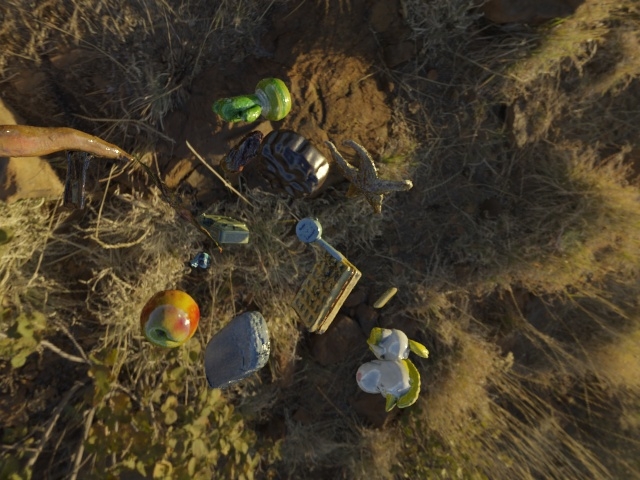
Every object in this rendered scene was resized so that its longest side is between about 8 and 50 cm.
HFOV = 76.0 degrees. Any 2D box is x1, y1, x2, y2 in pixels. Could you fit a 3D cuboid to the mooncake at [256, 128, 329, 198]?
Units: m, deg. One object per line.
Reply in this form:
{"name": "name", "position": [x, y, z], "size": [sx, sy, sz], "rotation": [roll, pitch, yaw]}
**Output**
{"name": "mooncake", "position": [-0.115, -0.282, 1.553], "size": [0.283, 0.283, 0.141], "rotation": [42, 61, -28]}

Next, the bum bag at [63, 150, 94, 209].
{"name": "bum bag", "position": [-0.598, -0.155, 1.006], "size": [0.026, 0.109, 0.159], "rotation": [2, 95, -54]}

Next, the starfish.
{"name": "starfish", "position": [0.133, -0.181, 1.290], "size": [0.060, 0.299, 0.302], "rotation": [-57, 165, -24]}

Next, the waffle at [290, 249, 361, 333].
{"name": "waffle", "position": [0.019, 0.241, 1.996], "size": [0.114, 0.261, 0.376], "rotation": [26, 101, -32]}

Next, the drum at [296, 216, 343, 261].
{"name": "drum", "position": [-0.016, 0.011, 1.833], "size": [0.130, 0.049, 0.253], "rotation": [-34, 87, 20]}

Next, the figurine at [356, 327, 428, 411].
{"name": "figurine", "position": [0.142, 0.260, 0.827], "size": [0.130, 0.178, 0.109], "rotation": [2, 126, 24]}

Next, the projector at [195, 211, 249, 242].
{"name": "projector", "position": [-0.442, -0.058, 1.895], "size": [0.194, 0.270, 0.088], "rotation": [2, 105, -42]}

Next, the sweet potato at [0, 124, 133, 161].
{"name": "sweet potato", "position": [-0.405, -0.150, 0.636], "size": [0.214, 0.050, 0.050], "rotation": [-8, 117, -45]}

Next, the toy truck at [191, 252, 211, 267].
{"name": "toy truck", "position": [-0.577, 0.100, 1.966], "size": [0.090, 0.073, 0.056], "rotation": [-12, 153, 29]}

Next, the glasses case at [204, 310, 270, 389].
{"name": "glasses case", "position": [-0.178, 0.230, 0.834], "size": [0.067, 0.109, 0.282], "rotation": [2, 151, -36]}

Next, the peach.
{"name": "peach", "position": [-0.603, 0.312, 1.645], "size": [0.231, 0.231, 0.230], "rotation": [-7, 114, -16]}

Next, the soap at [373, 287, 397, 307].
{"name": "soap", "position": [0.180, 0.160, 1.141], "size": [0.034, 0.012, 0.089], "rotation": [14, 128, -35]}

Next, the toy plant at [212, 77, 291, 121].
{"name": "toy plant", "position": [-0.298, -0.585, 1.784], "size": [0.316, 0.224, 0.184], "rotation": [-27, 136, -26]}

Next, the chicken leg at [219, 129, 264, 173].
{"name": "chicken leg", "position": [-0.346, -0.368, 1.726], "size": [0.083, 0.177, 0.322], "rotation": [35, 128, -28]}

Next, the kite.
{"name": "kite", "position": [-0.381, -0.093, 1.079], "size": [0.016, 0.234, 0.321], "rotation": [-44, 110, -21]}
